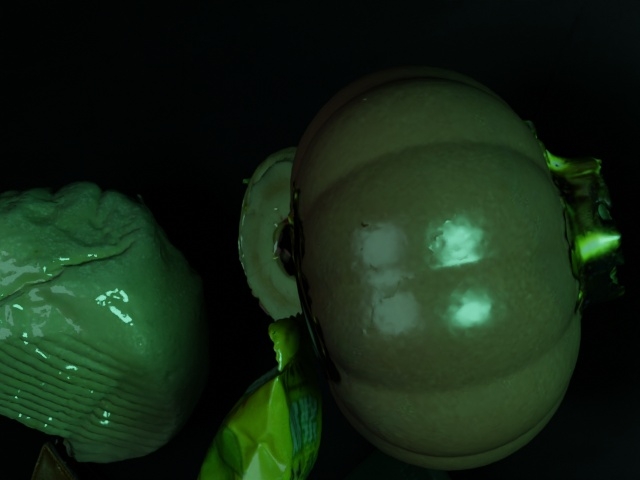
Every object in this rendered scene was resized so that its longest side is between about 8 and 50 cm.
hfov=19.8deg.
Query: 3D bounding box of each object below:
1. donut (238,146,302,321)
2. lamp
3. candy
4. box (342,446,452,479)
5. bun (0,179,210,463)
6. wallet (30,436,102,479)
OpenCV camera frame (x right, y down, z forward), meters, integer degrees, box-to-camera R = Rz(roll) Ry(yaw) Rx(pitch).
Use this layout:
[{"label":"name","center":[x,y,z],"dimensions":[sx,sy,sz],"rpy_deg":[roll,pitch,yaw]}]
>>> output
[{"label":"donut","center":[0.000,0.000,1.569],"dimensions":[0.174,0.068,0.174],"rpy_deg":[13,109,44]},{"label":"lamp","center":[0.101,0.016,1.349],"dimensions":[0.239,0.305,0.305],"rpy_deg":[-13,88,0]},{"label":"candy","center":[-0.055,0.194,1.447],"dimensions":[0.081,0.187,0.297],"rpy_deg":[19,96,6]},{"label":"box","center":[0.071,0.237,1.569],"dimensions":[0.126,0.027,0.125],"rpy_deg":[-49,64,37]},{"label":"bun","center":[-0.226,0.060,1.687],"dimensions":[0.281,0.281,0.205],"rpy_deg":[-33,40,43]},{"label":"wallet","center":[-0.260,0.322,1.902],"dimensions":[0.161,0.042,0.195],"rpy_deg":[44,127,36]}]
